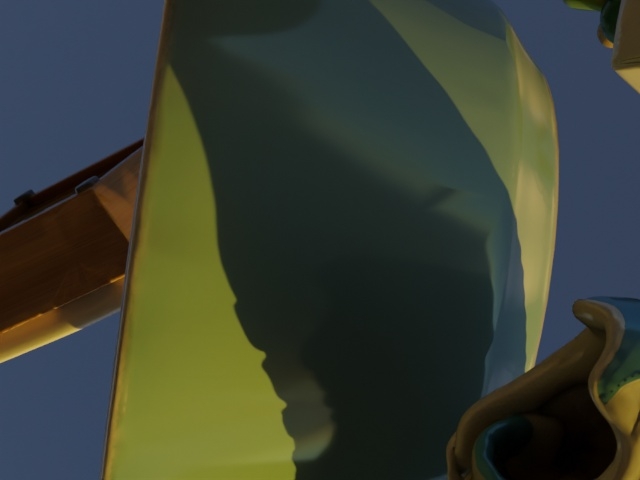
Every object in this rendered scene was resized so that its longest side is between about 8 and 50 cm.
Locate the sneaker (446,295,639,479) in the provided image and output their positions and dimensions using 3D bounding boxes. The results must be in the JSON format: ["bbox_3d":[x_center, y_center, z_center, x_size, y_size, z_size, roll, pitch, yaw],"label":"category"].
[{"bbox_3d":[0.079,0.102,0.609,0.092,0.087,0.229,18,-52,-18],"label":"sneaker"}]

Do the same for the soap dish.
[{"bbox_3d":[-0.228,0.000,1.676,0.290,0.229,0.118,-24,-77,34],"label":"soap dish"}]

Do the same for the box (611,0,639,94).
[{"bbox_3d":[0.272,-0.078,0.939,0.094,0.275,0.113,-6,-118,43],"label":"box"}]

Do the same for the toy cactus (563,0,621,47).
[{"bbox_3d":[0.239,-0.139,1.097,0.219,0.112,0.181,5,-113,30],"label":"toy cactus"}]

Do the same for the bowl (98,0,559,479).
[{"bbox_3d":[0.000,0.000,0.736,0.163,0.311,0.312,7,-74,-6],"label":"bowl"}]
